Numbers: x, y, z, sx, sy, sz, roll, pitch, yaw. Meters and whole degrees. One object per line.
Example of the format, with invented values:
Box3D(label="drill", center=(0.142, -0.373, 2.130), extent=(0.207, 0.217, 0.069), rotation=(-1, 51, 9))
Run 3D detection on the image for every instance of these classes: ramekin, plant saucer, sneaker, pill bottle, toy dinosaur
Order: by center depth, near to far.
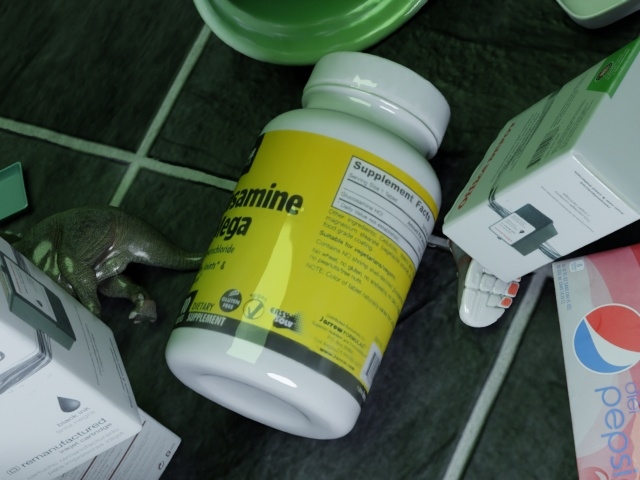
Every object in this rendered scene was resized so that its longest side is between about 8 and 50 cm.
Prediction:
Box3D(label="pill bottle", center=(0.000, 0.000, 1.460), extent=(0.188, 0.188, 0.334), rotation=(11, 68, 30))
Box3D(label="sneaker", center=(0.150, 0.011, 1.474), extent=(0.065, 0.061, 0.158), rotation=(-16, 52, 50))
Box3D(label="ramekin", center=(-0.016, -0.344, 1.596), extent=(0.303, 0.303, 0.148), rotation=(-36, 47, 4))
Box3D(label="toy dinosaur", center=(-0.259, 0.027, 1.614), extent=(0.313, 0.121, 0.160), rotation=(-24, 69, 17))
Box3D(label="plant saucer", center=(-0.415, -0.022, 1.779), extent=(0.192, 0.018, 0.067), rotation=(-24, 55, 11))

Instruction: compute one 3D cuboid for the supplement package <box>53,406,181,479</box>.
Box3D(label="supplement package", center=(-0.233, 0.182, 1.476), extent=(0.105, 0.179, 0.105), rotation=(23, 75, 34))

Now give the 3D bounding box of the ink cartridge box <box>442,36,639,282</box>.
Box3D(label="ink cartridge box", center=(0.218, -0.066, 1.368), extent=(0.153, 0.087, 0.208), rotation=(-55, 12, -30))

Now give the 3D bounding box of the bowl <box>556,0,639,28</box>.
Box3D(label="bowl", center=(0.291, -0.279, 1.557), extent=(0.142, 0.053, 0.142), rotation=(-29, 54, 8))

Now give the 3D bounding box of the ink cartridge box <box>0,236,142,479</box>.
Box3D(label="ink cartridge box", center=(-0.311, 0.105, 1.265), extent=(0.211, 0.289, 0.121), rotation=(-29, 56, 8))

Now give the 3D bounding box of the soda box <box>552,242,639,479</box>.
Box3D(label="soda box", center=(0.261, 0.139, 1.321), extent=(0.092, 0.083, 0.263), rotation=(-14, 58, 18))
